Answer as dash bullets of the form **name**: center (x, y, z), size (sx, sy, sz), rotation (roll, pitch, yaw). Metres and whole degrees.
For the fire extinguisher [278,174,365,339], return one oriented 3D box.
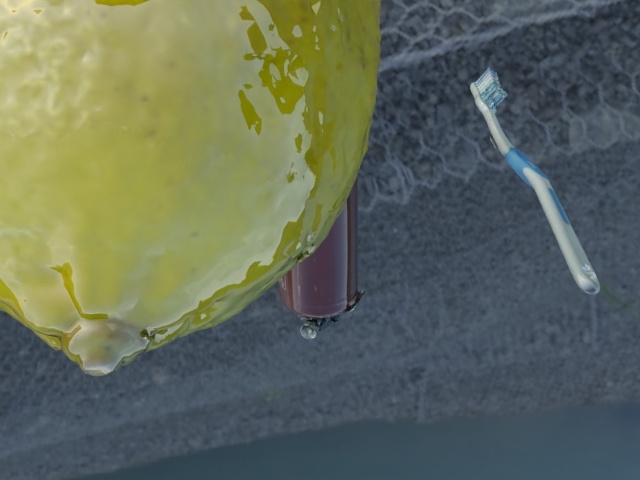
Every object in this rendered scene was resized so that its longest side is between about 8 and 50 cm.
- **fire extinguisher**: center (0.000, 0.000, 1.188), size (0.105, 0.105, 0.269), rotation (-7, 123, -7)

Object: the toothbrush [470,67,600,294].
- **toothbrush**: center (0.220, -0.070, 1.131), size (0.040, 0.386, 0.040), rotation (-5, 130, -6)

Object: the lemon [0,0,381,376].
- **lemon**: center (-0.103, -0.088, 0.545), size (0.268, 0.321, 0.268), rotation (9, 164, 3)
